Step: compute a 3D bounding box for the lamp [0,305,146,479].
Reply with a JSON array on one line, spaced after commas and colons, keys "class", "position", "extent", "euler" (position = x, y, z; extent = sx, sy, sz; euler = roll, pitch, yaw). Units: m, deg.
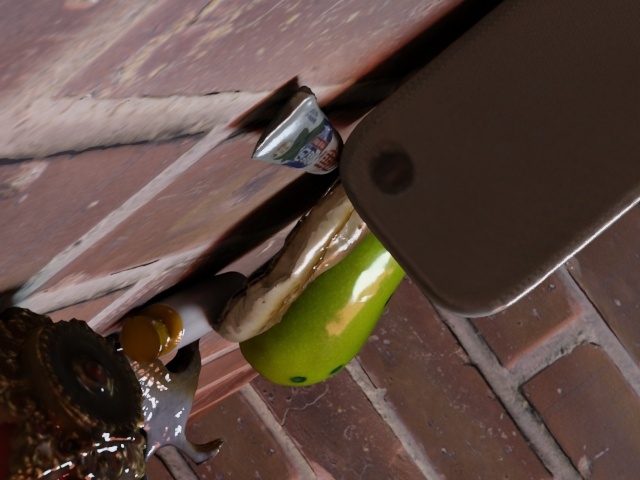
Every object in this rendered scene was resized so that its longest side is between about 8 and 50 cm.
[{"class": "lamp", "position": [-0.246, 0.164, 1.174], "extent": [0.274, 0.177, 0.177], "euler": [-35, 175, 22]}]

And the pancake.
[{"class": "pancake", "position": [0.000, -0.001, 1.632], "extent": [0.282, 0.049, 0.282], "euler": [-48, 175, -6]}]

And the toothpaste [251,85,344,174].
[{"class": "toothpaste", "position": [-0.012, -0.072, 1.217], "extent": [0.060, 0.038, 0.233], "euler": [-49, 173, 3]}]

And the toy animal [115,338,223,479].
[{"class": "toy animal", "position": [-0.155, 0.155, 1.770], "extent": [0.197, 0.160, 0.272], "euler": [-25, -177, -11]}]

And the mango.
[{"class": "mango", "position": [0.014, 0.058, 1.988], "extent": [0.293, 0.143, 0.175], "euler": [-49, 170, 30]}]

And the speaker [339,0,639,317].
[{"class": "speaker", "position": [0.212, -0.128, 1.320], "extent": [0.406, 0.183, 0.184], "euler": [-40, 180, 8]}]

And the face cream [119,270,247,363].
[{"class": "face cream", "position": [-0.129, 0.072, 1.662], "extent": [0.072, 0.051, 0.182], "euler": [-37, 176, 31]}]
